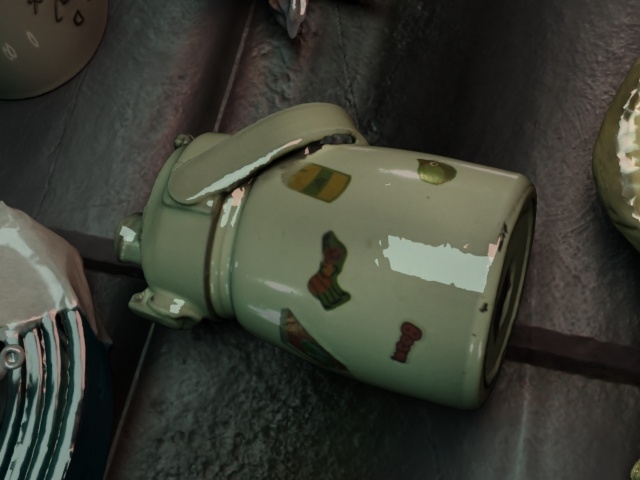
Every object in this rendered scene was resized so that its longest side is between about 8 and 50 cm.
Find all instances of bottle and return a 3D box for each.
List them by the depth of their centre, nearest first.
[{"bbox_3d":[0.000,0.000,1.136,0.351,0.229,0.229,14,74,17],"label":"bottle"}]

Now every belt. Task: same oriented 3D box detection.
[{"bbox_3d":[-0.348,0.178,1.142,0.300,0.173,0.436,18,78,5],"label":"belt"}]

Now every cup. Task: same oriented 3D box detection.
[{"bbox_3d":[-0.325,-0.304,1.276,0.186,0.234,0.258,2,69,9],"label":"cup"}]

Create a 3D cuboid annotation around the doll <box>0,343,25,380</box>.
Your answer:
[{"bbox_3d":[-0.333,0.139,1.027,0.227,0.075,0.102,-25,97,4],"label":"doll"}]

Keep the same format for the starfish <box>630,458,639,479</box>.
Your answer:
[{"bbox_3d":[0.360,0.161,1.098,0.208,0.053,0.176,-27,68,-5],"label":"starfish"}]

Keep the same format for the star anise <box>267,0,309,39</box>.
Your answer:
[{"bbox_3d":[-0.053,-0.310,1.300,0.283,0.129,0.212,39,64,15],"label":"star anise"}]

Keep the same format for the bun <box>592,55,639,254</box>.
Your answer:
[{"bbox_3d":[0.383,-0.077,1.132,0.287,0.146,0.287,0,85,4],"label":"bun"}]
